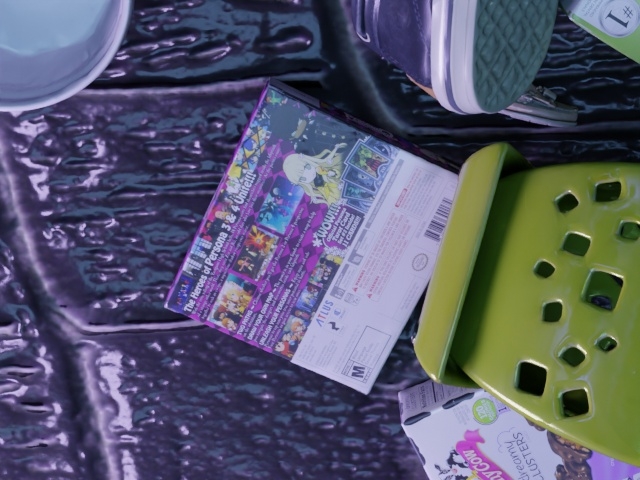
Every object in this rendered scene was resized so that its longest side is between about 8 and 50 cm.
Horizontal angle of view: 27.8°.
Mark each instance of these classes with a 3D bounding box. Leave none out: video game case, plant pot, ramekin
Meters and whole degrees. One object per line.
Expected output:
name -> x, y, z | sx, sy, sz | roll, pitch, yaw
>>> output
video game case -> 0.000, 0.000, 1.169 | 0.210, 0.042, 0.232 | 23, 108, -8
plant pot -> 0.207, 0.046, 1.054 | 0.207, 0.228, 0.227 | 15, 89, 20
ramekin -> -0.250, -0.217, 1.056 | 0.207, 0.109, 0.207 | 0, 110, 0

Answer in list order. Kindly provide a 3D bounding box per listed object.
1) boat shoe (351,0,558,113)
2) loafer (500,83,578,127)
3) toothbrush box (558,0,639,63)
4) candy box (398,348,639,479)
boat shoe -> 0.104, -0.341, 0.959 | 0.156, 0.187, 0.500 | 26, 126, 35
loafer -> 0.165, -0.127, 1.122 | 0.125, 0.045, 0.039 | 11, 103, -1
toothbrush box -> 0.362, -0.205, 1.050 | 0.283, 0.122, 0.206 | 30, 108, -12
candy box -> 0.195, 0.186, 1.220 | 0.196, 0.070, 0.164 | -25, 108, 9
